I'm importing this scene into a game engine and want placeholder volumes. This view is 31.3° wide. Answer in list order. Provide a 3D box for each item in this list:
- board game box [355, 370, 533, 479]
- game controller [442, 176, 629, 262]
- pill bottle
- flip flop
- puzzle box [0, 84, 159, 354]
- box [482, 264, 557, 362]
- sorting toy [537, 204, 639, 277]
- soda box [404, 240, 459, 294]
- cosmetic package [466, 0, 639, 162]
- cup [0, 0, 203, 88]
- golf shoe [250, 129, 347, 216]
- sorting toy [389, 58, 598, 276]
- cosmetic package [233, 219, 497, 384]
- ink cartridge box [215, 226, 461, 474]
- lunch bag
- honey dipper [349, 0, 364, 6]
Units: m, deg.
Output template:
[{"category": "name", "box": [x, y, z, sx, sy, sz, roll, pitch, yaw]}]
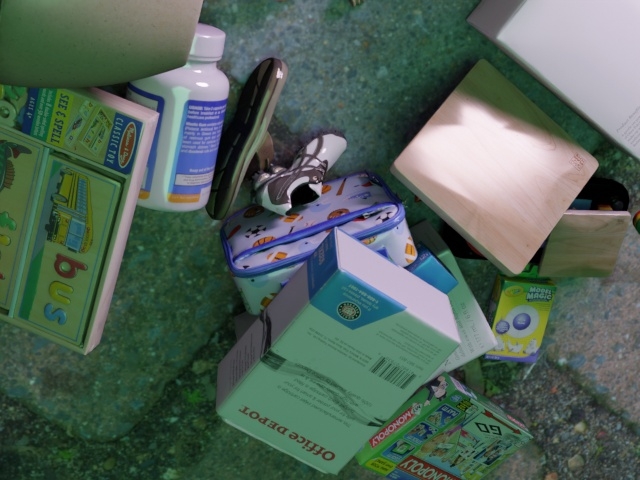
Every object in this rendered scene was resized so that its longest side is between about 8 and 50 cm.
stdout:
[{"category": "board game box", "box": [0.221, 0.355, 2.013, 0.213, 0.046, 0.317, -41, 140, 12]}, {"category": "game controller", "box": [0.368, -0.037, 1.958, 0.319, 0.067, 0.166, 3, 111, -12]}, {"category": "pill bottle", "box": [-0.222, -0.192, 1.731, 0.152, 0.152, 0.272, 8, 109, -14]}, {"category": "flip flop", "box": [-0.108, -0.153, 1.805, 0.080, 0.112, 0.277, 19, 102, -33]}, {"category": "puzzle box", "box": [-0.418, -0.050, 1.720, 0.272, 0.052, 0.409, 21, 114, 7]}, {"category": "box", "box": [0.353, 0.128, 2.034, 0.105, 0.043, 0.179, 6, 109, -14]}, {"category": "sorting toy", "box": [0.432, -0.003, 1.936, 0.275, 0.046, 0.132, 0, 126, -10]}, {"category": "soda box", "box": [0.111, 0.104, 1.794, 0.210, 0.067, 0.071, -43, 112, 8]}, {"category": "cosmetic package", "box": [0.439, -0.303, 1.818, 0.365, 0.155, 0.197, 36, 100, -21]}, {"category": "cup", "box": [-0.275, -0.344, 1.525, 0.237, 0.331, 0.331, 12, 109, -10]}, {"category": "golf shoe", "box": [-0.016, -0.099, 1.811, 0.198, 0.094, 0.077, -37, 149, -26]}, {"category": "sorting toy", "box": [0.265, -0.107, 1.814, 0.257, 0.089, 0.255, 42, 67, -4]}, {"category": "cosmetic package", "box": [0.069, 0.156, 1.925, 0.385, 0.156, 0.217, -29, 113, 0]}, {"category": "ink cartridge box", "box": [0.020, 0.169, 1.690, 0.223, 0.129, 0.307, 31, 114, -21]}, {"category": "lunch bag", "box": [0.000, 0.000, 1.802, 0.303, 0.243, 0.115, -20, 114, -2]}, {"category": "honey dipper", "box": [0.117, -0.409, 1.782, 0.161, 0.030, 0.030, -25, 114, -5]}]
